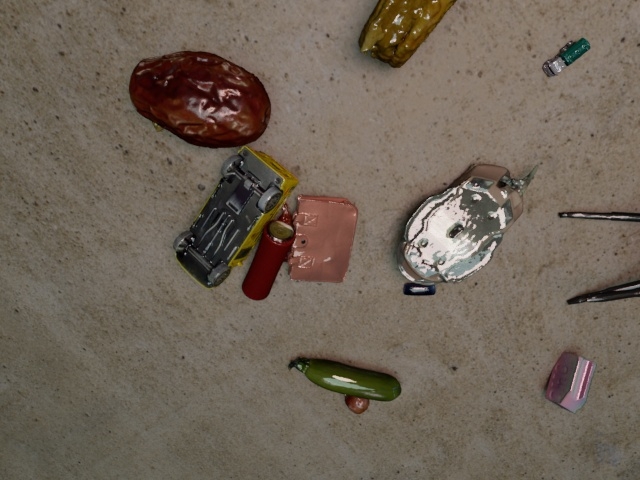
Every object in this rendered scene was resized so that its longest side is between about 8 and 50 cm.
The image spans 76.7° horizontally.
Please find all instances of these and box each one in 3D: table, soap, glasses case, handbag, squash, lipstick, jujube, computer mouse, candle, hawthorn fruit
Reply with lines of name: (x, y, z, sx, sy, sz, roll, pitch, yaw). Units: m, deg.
table: (0.700, 0.038, 0.913, 0.248, 0.317, 0.318, -9, 109, 22)
soap: (0.664, 0.381, 1.081, 0.056, 0.100, 0.149, 20, 85, 3)
glasses case: (0.261, 0.129, 1.062, 0.083, 0.023, 0.034, -1, 111, 4)
handbag: (0.000, 0.000, 0.997, 0.157, 0.059, 0.213, 3, 110, -15)
squash: (0.069, 0.388, 1.138, 0.330, 0.087, 0.087, 15, 110, 1)
lipstick: (-0.130, 0.054, 0.991, 0.080, 0.080, 0.241, 25, 133, -5)
jujube: (-0.251, -0.296, 0.863, 0.289, 0.197, 0.198, 12, 110, 3)
computer mouse: (0.336, -0.050, 0.951, 0.389, 0.115, 0.199, -42, 92, 5)
candle: (-0.089, -0.023, 1.027, 0.053, 0.048, 0.162, -10, 113, -24)
hawthorn fruit: (0.090, 0.458, 1.171, 0.103, 0.067, 0.067, 26, 109, -3)

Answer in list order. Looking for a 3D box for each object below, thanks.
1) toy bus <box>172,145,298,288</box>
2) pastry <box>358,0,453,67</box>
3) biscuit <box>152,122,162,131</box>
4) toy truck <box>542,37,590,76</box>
toy bus: (-0.200, -0.048, 0.959, 0.144, 0.152, 0.330, 41, 107, 11)
pastry: (0.181, -0.441, 0.755, 0.132, 0.235, 0.240, 29, 119, -11)
biscuit: (-0.372, -0.310, 0.953, 0.081, 0.018, 0.083, -23, 106, 12)
toy truck: (0.517, -0.384, 0.850, 0.083, 0.044, 0.039, -39, 100, 15)
